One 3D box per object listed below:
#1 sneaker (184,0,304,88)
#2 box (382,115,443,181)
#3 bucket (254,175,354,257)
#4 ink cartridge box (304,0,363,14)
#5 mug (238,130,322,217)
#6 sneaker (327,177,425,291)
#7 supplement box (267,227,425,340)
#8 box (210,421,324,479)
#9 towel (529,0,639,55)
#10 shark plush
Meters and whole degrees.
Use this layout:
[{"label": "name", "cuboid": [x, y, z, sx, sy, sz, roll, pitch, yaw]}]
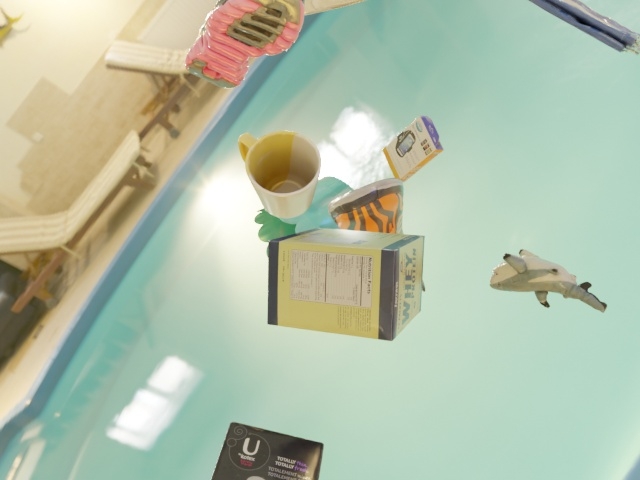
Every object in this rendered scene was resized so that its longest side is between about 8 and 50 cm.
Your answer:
[{"label": "sneaker", "cuboid": [-0.045, -0.137, 0.363, 0.119, 0.047, 0.057, -8, 63, 57]}, {"label": "box", "cuboid": [0.187, -0.184, 1.193, 0.136, 0.028, 0.081, -38, 65, 43]}, {"label": "bucket", "cuboid": [0.000, 0.000, 1.366, 0.183, 0.281, 0.281, -33, 25, -20]}, {"label": "ink cartridge box", "cuboid": [0.039, -0.613, 1.277, 0.168, 0.171, 0.232, -5, 37, 24]}, {"label": "mug", "cuboid": [-0.032, -0.057, 0.518, 0.062, 0.064, 0.078, -14, 66, -6]}, {"label": "sneaker", "cuboid": [0.110, 0.014, 0.982, 0.125, 0.321, 0.180, -22, 78, 10]}, {"label": "supplement box", "cuboid": [0.020, 0.025, 0.403, 0.083, 0.083, 0.056, 4, 99, 21]}, {"label": "box", "cuboid": [-0.103, 0.443, 0.920, 0.270, 0.165, 0.143, -74, -2, -52]}, {"label": "towel", "cuboid": [0.460, -0.379, 1.031, 0.209, 0.285, 0.034, 38, 121, 19]}, {"label": "shark plush", "cuboid": [0.327, 0.064, 0.865, 0.161, 0.073, 0.067, 19, 106, 23]}]
